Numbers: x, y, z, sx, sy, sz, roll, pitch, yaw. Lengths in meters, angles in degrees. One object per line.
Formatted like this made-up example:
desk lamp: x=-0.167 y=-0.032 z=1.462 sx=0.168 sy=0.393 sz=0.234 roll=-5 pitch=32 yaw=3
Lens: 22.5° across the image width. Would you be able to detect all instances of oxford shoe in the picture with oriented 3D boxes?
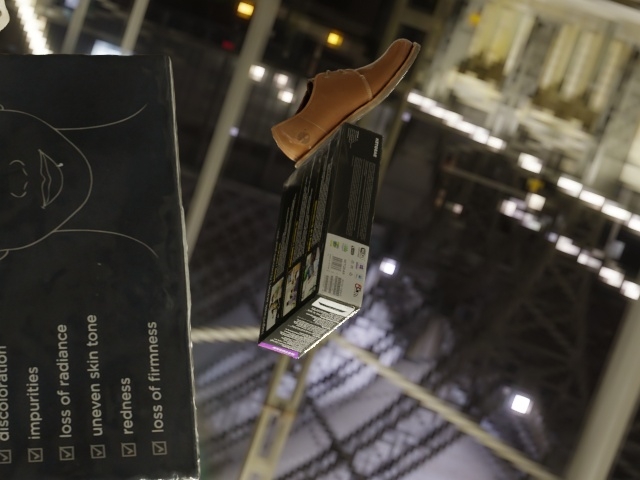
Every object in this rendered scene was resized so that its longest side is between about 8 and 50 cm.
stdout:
oxford shoe: x=0.030 y=-0.166 z=1.778 sx=0.076 sy=0.212 sz=0.076 roll=47 pitch=153 yaw=-1

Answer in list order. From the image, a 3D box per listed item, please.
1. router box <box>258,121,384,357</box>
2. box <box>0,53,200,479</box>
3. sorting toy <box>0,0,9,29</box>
router box: x=0.000 y=0.000 z=1.455 sx=0.046 sy=0.178 sz=0.133 roll=19 pitch=150 yaw=-19
box: x=-0.388 y=0.072 z=1.680 sx=0.472 sy=0.479 sz=0.297 roll=0 pitch=158 yaw=-13
sorting toy: x=-0.301 y=-0.201 z=1.411 sx=0.045 sy=0.083 sz=0.075 roll=37 pitch=-134 yaw=25
